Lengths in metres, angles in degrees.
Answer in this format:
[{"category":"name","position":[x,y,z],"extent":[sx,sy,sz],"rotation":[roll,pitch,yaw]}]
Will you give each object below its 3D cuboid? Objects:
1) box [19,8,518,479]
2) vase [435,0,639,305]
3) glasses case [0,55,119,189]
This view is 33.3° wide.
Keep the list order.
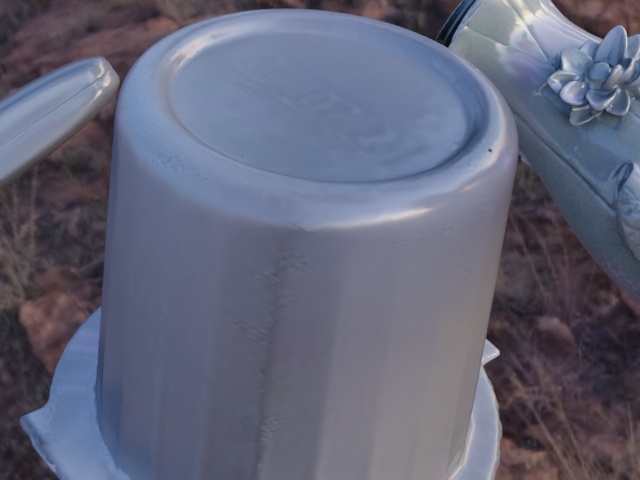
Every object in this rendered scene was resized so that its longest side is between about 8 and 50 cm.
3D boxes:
[{"category":"box","position":[0.000,0.000,0.548],"extent":[0.262,0.206,0.291],"rotation":[13,38,4]},{"category":"vase","position":[0.309,-0.091,1.071],"extent":[0.445,0.250,0.250],"rotation":[39,60,4]},{"category":"glasses case","position":[-0.218,-0.062,0.717],"extent":[0.193,0.049,0.074],"rotation":[-38,16,-20]}]
